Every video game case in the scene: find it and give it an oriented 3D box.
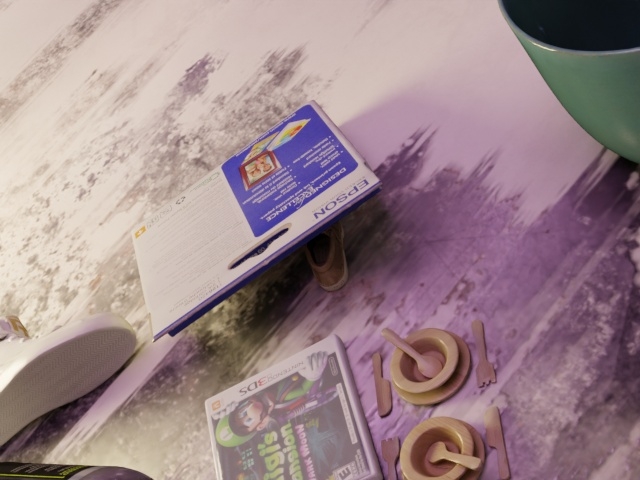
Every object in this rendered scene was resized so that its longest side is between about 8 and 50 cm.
[{"bbox_3d":[-0.035,0.208,1.093,0.173,0.022,0.190,-29,43,11],"label":"video game case"}]

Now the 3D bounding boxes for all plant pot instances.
[{"bbox_3d":[0.354,-0.209,1.029,0.293,0.235,0.293,-19,45,20],"label":"plant pot"}]

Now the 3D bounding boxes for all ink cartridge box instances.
[{"bbox_3d":[-0.080,-0.018,1.243,0.303,0.072,0.307,-34,30,2],"label":"ink cartridge box"}]

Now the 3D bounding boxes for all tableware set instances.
[{"bbox_3d":[0.109,0.162,1.021,0.128,0.039,0.194,-21,45,18],"label":"tableware set"}]

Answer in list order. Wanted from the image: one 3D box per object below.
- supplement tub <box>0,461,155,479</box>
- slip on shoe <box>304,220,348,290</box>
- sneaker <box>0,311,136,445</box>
[{"bbox_3d":[-0.270,0.320,1.031,0.316,0.193,0.193,-6,51,31],"label":"supplement tub"},{"bbox_3d":[0.000,0.000,1.234,0.051,0.041,0.135,-24,44,15],"label":"slip on shoe"},{"bbox_3d":[-0.374,0.137,1.324,0.292,0.108,0.169,-32,46,9],"label":"sneaker"}]
